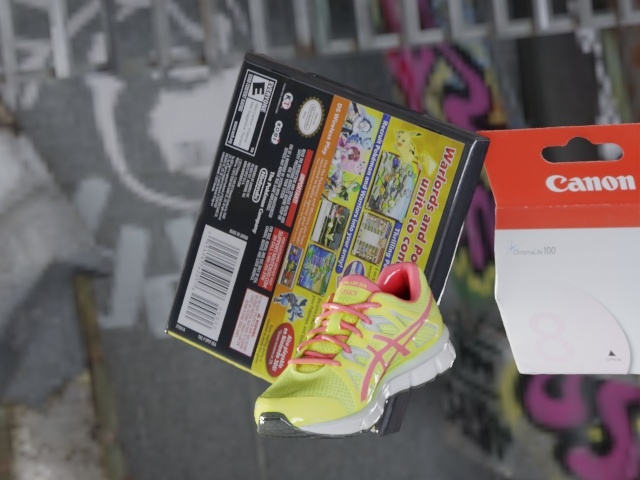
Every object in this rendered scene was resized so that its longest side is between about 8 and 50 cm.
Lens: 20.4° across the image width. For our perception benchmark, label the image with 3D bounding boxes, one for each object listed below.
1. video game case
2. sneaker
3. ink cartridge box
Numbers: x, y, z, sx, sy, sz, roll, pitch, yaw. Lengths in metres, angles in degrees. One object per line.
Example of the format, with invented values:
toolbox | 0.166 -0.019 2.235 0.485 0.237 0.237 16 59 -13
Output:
video game case | 0.000 0.000 1.579 0.248 0.274 0.035 23 -167 29
sneaker | 0.017 0.074 1.251 0.081 0.094 0.208 0 -162 33
ink cartridge box | 0.237 0.013 1.527 0.189 0.232 0.066 -1 -140 28
